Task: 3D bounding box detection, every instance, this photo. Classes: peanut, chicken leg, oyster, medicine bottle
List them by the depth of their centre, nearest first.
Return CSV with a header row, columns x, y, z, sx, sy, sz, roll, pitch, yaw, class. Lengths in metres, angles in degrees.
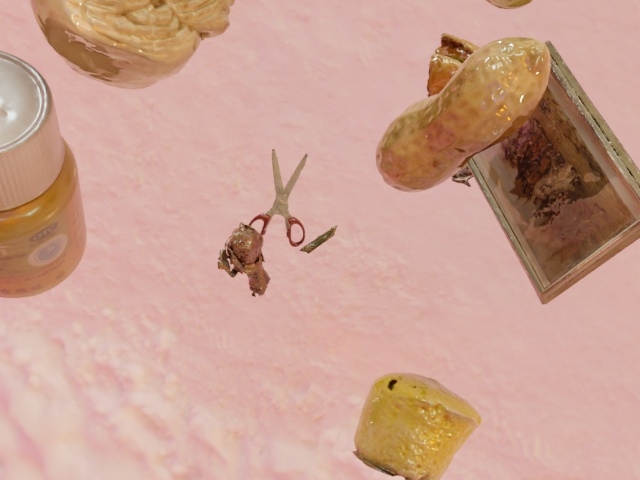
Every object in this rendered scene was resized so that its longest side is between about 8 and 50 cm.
x,y,z,sx,sy,sz,roll,pitch,yaw,class
0.149,-0.131,0.687,0.229,0.098,0.103,-35,50,44,peanut
-0.477,-0.082,0.945,0.224,0.224,0.384,49,149,13,medicine bottle
-0.157,0.039,1.366,0.080,0.196,0.125,4,70,15,chicken leg
0.399,-0.197,1.638,0.214,0.222,0.083,33,124,58,oyster

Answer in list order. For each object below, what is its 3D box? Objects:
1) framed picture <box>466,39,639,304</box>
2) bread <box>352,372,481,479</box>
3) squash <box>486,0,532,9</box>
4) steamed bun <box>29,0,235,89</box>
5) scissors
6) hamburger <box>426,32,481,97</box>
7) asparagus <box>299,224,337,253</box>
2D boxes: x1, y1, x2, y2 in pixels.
x,y,z,sx,sy,sz,roll,pitch,yaw,class
0.285,-0.081,0.807,0.217,0.017,0.274,-57,47,49,framed picture
0.160,0.313,1.065,0.197,0.197,0.171,23,85,23,bread
0.213,-0.341,0.758,0.083,0.250,0.083,1,126,1,squash
-0.267,-0.351,0.860,0.203,0.276,0.289,-10,74,44,steamed bun
-0.091,-0.098,1.495,0.144,0.017,0.248,7,120,-10,scissors
0.278,-0.270,1.267,0.130,0.262,0.124,15,59,20,hamburger
0.000,-0.001,1.485,0.108,0.025,0.021,-35,99,2,asparagus
